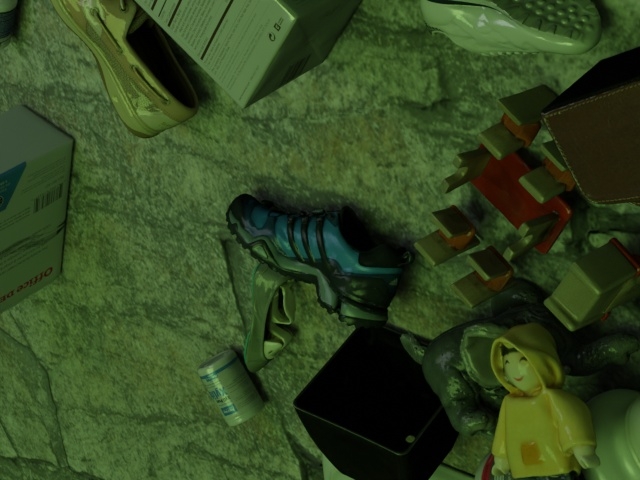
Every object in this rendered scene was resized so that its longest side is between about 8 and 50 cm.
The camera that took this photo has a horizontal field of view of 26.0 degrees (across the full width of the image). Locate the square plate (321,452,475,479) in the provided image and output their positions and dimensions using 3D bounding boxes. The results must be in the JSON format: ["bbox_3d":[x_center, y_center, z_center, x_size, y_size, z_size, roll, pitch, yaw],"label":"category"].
[{"bbox_3d":[0.139,0.471,2.142,0.347,0.049,0.344,19,126,32],"label":"square plate"}]

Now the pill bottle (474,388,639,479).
[{"bbox_3d":[0.353,0.292,1.746,0.176,0.176,0.318,52,137,1],"label":"pill bottle"}]

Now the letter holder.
[{"bbox_3d":[0.425,-0.111,1.449,0.301,0.152,0.214,-17,106,45],"label":"letter holder"}]

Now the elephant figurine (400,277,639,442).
[{"bbox_3d":[0.252,0.133,1.776,0.239,0.186,0.169,-55,33,35],"label":"elephant figurine"}]

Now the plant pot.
[{"bbox_3d":[0.099,0.255,1.954,0.188,0.187,0.167,20,141,31],"label":"plant pot"}]

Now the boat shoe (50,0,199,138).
[{"bbox_3d":[-0.280,-0.316,1.963,0.110,0.121,0.341,-20,105,34],"label":"boat shoe"}]

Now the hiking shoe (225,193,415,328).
[{"bbox_3d":[0.000,0.000,1.944,0.304,0.113,0.132,34,104,28],"label":"hiking shoe"}]

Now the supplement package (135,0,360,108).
[{"bbox_3d":[-0.112,-0.347,1.742,0.293,0.177,0.175,46,137,9],"label":"supplement package"}]

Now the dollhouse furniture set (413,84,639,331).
[{"bbox_3d":[0.274,-0.022,1.681,0.259,0.135,0.262,49,138,22],"label":"dollhouse furniture set"}]

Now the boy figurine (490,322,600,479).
[{"bbox_3d":[0.263,0.240,1.646,0.177,0.092,0.285,-9,83,57],"label":"boy figurine"}]

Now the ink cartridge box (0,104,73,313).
[{"bbox_3d":[-0.537,-0.035,2.276,0.129,0.223,0.307,33,134,21],"label":"ink cartridge box"}]

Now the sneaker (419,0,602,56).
[{"bbox_3d":[0.219,-0.253,1.597,0.235,0.090,0.095,25,143,32],"label":"sneaker"}]

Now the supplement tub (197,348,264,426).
[{"bbox_3d":[-0.144,0.235,2.219,0.071,0.071,0.107,-22,99,46],"label":"supplement tub"}]

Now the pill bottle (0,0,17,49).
[{"bbox_3d":[-0.507,-0.361,2.158,0.067,0.067,0.120,39,135,16],"label":"pill bottle"}]

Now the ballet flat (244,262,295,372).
[{"bbox_3d":[-0.073,0.126,2.089,0.068,0.072,0.213,23,129,23],"label":"ballet flat"}]
